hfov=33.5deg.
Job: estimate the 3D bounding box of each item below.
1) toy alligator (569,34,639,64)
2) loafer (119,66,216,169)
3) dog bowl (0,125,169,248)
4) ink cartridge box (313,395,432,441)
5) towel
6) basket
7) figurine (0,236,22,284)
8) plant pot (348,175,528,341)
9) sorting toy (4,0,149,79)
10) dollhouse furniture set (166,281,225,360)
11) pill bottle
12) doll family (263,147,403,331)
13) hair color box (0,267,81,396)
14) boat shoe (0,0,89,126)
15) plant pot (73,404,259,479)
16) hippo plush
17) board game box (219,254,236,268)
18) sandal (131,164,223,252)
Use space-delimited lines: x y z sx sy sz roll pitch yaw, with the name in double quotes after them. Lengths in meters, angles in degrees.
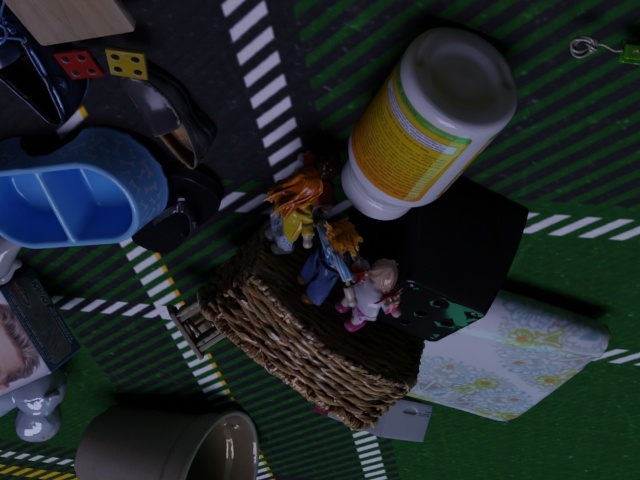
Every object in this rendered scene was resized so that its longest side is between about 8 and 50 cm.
0.355 -0.194 1.121 0.189 0.056 0.051 9 -170 5 "toy alligator"
-0.195 -0.158 1.357 0.062 0.061 0.170 -11 142 35 "loafer"
-0.360 -0.066 1.507 0.297 0.074 0.166 -4 126 24 "dog bowl"
0.094 0.303 1.929 0.127 0.072 0.175 17 177 -44 "ink cartridge box"
0.243 0.177 1.746 0.320 0.090 0.374 14 150 -10 "towel"
-0.030 0.150 1.521 0.299 0.213 0.223 37 124 -14 "basket"
-0.537 -0.026 1.682 0.215 0.092 0.209 32 140 -32 "figurine"
0.147 0.028 1.447 0.187 0.167 0.188 25 148 -20 "plant pot"
-0.286 -0.281 1.197 0.132 0.046 0.274 -4 146 24 "sorting toy"
-0.151 0.094 1.787 0.182 0.161 0.101 -33 99 1 "dollhouse furniture set"
0.113 -0.122 1.234 0.136 0.136 0.246 19 149 -12 "pill bottle"
0.000 0.000 1.358 0.118 0.263 0.163 -17 158 -29 "doll family"
-0.619 0.200 1.918 0.347 0.105 0.174 -26 99 27 "hair color box"
-0.372 -0.234 1.263 0.109 0.089 0.258 -15 140 37 "boat shoe"
-0.344 0.494 2.295 0.305 0.334 0.334 11 152 25 "plant pot"
-0.645 0.300 2.200 0.236 0.234 0.294 0 110 -15 "hippo plush"
-0.040 0.074 1.645 0.146 0.045 0.193 -32 121 30 "board game box"
-0.214 -0.032 1.581 0.097 0.055 0.254 20 149 -14 "sandal"
